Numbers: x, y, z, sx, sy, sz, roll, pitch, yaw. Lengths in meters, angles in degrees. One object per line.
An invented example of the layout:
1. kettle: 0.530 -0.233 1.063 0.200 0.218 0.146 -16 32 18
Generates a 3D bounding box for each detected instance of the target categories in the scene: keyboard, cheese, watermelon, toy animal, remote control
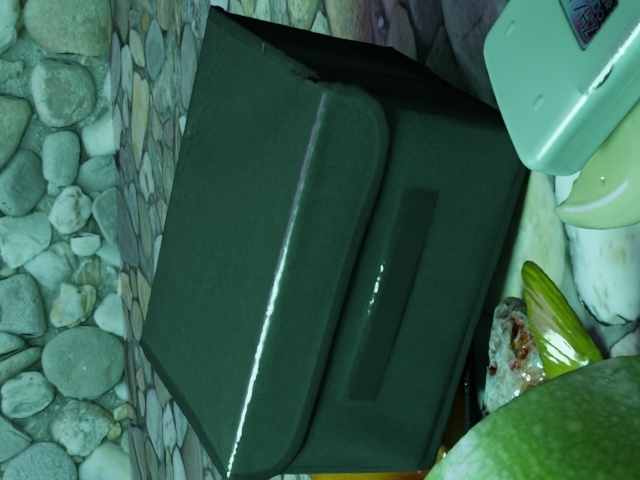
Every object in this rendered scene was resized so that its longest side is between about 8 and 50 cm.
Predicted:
1. keyboard: 0.130 0.150 1.062 0.198 0.010 0.064 -79 -16 -62
2. cheese: 0.225 -0.059 0.808 0.235 0.050 0.127 -157 65 -70
3. watermelon: 0.162 0.115 1.018 0.187 0.071 0.139 116 146 -56
4. toy animal: 0.206 0.117 0.876 0.095 0.155 0.219 -3 -93 -73
5. remote control: 0.199 -0.180 0.769 0.296 0.056 0.140 -57 36 43

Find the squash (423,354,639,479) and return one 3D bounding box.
1. squash: 0.221 0.268 0.636 0.384 0.263 0.263 -123 32 -50

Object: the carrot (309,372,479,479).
1. carrot: 0.067 0.175 1.270 0.307 0.100 0.258 24 117 58

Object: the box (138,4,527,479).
1. box: -0.001 0.000 1.097 0.251 0.204 0.345 42 122 54
